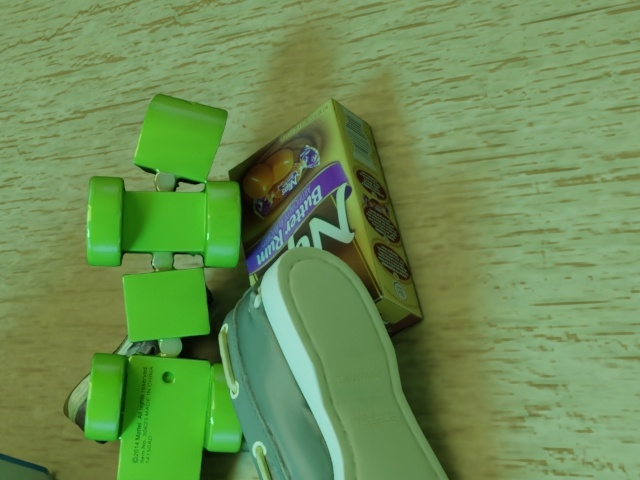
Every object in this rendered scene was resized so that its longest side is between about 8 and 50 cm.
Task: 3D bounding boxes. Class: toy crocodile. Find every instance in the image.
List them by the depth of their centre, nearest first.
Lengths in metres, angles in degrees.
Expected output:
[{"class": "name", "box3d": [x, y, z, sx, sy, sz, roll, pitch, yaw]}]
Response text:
[{"class": "toy crocodile", "box3d": [-0.115, 0.057, 1.042, 0.105, 0.115, 0.340, 143, 127, -82]}]

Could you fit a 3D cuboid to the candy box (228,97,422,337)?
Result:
[{"class": "candy box", "box3d": [0.000, 0.000, 1.030, 0.109, 0.053, 0.186, -34, 51, 25]}]

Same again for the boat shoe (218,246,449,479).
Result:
[{"class": "boat shoe", "box3d": [0.015, 0.156, 0.885, 0.091, 0.109, 0.305, -38, 61, 39]}]

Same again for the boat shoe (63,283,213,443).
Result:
[{"class": "boat shoe", "box3d": [-0.135, 0.097, 1.107, 0.152, 0.056, 0.049, -47, 71, 2]}]

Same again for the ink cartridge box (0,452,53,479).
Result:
[{"class": "ink cartridge box", "box3d": [-0.415, 0.322, 1.072, 0.395, 0.285, 0.166, -45, 46, 16]}]
